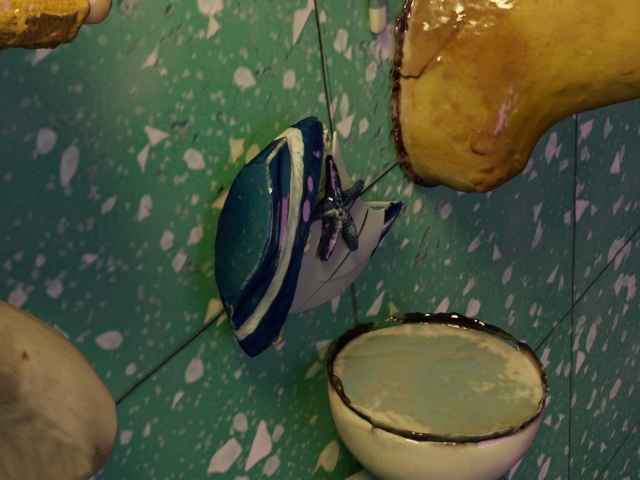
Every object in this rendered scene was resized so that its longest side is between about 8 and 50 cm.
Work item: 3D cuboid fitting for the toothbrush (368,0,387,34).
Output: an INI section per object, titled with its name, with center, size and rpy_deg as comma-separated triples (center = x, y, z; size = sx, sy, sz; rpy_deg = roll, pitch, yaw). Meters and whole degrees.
[toothbrush]
center = 0.045, -0.307, 1.004
size = 0.019, 0.025, 0.275
rpy_deg = -41, 137, -37

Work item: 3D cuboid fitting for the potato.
[potato]
center = 0.279, -0.220, 1.152
size = 0.397, 0.296, 0.290
rpy_deg = -61, 144, -15

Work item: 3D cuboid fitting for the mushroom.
[mushroom]
center = -0.254, 0.087, 0.703
size = 0.159, 0.122, 0.328
rpy_deg = -66, 147, -21

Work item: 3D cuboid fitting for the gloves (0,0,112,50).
[gloves]
center = -0.247, -0.197, 0.526
size = 0.356, 0.155, 0.203
rpy_deg = 24, 80, -41

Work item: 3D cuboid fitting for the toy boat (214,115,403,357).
[toy boat]
center = 0.000, -0.025, 1.061
size = 0.291, 0.070, 0.210
rpy_deg = -35, 138, -46

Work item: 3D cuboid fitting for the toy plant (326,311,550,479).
[toy plant]
center = 0.112, 0.269, 1.241
size = 0.247, 0.247, 0.332
rpy_deg = -31, 133, -44
